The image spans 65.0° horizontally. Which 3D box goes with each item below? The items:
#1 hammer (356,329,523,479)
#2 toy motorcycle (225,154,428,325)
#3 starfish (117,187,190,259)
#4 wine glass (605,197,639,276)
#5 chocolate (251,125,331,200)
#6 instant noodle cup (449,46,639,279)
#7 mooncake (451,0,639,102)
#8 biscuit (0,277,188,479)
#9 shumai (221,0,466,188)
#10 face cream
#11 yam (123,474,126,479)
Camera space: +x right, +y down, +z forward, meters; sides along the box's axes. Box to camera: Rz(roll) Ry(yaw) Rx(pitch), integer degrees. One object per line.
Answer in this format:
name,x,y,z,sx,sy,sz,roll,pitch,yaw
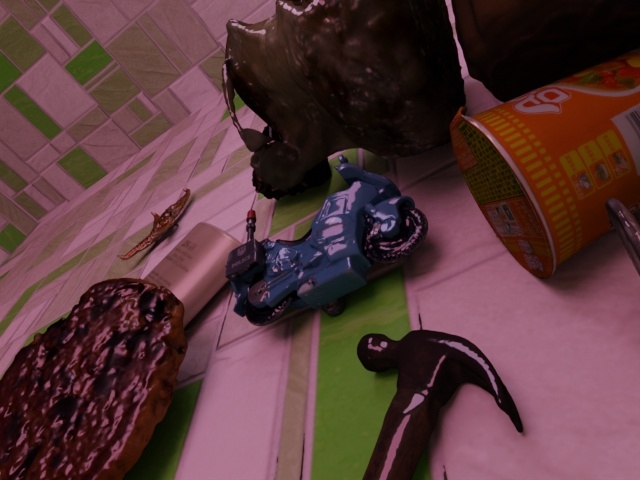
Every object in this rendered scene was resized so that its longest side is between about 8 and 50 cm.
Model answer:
hammer,0.009,0.249,0.341,0.168,0.044,0.439,-7,43,48
toy motorcycle,0.000,0.000,0.638,0.272,0.123,0.182,-28,40,20
starfish,-0.401,-0.044,1.270,0.138,0.050,0.247,-28,23,23
wine glass,0.309,-0.022,0.286,0.241,0.126,0.126,-26,31,24
chocolate,-0.073,-0.125,0.918,0.133,0.156,0.156,-42,23,32
instant noodle cup,0.236,-0.081,0.442,0.185,0.168,0.168,-29,29,4
mooncake,0.272,-0.246,0.488,0.291,0.291,0.161,-10,81,43
biscuit,-0.309,0.201,0.665,0.290,0.081,0.333,0,52,29
shumai,0.013,-0.270,0.722,0.349,0.395,0.395,-10,39,27
face cream,-0.278,0.119,0.835,0.348,0.081,0.174,-48,35,-16
yam,-0.246,0.250,0.666,0.033,0.027,0.129,-23,31,27
